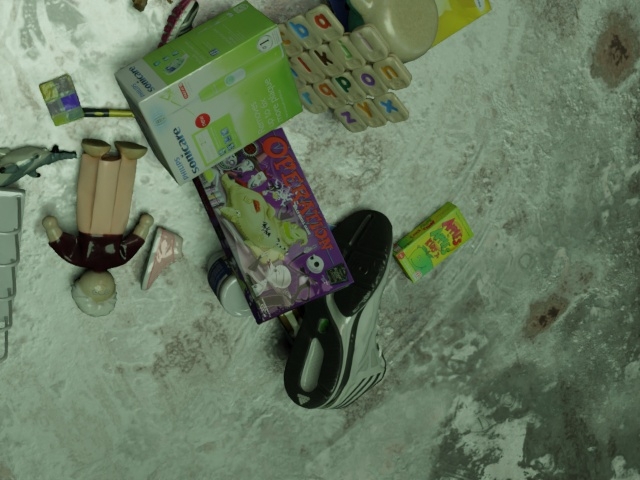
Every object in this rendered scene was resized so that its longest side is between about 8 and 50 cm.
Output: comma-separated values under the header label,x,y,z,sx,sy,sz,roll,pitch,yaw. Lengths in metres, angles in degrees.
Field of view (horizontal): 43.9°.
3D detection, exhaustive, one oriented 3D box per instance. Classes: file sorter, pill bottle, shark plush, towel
label,x,y,z,sx,sy,sz,roll,pitch,yaw
file sorter,-0.633,0.059,1.401,0.192,0.173,0.278,5,115,-24
pill bottle,-0.177,0.081,1.613,0.094,0.169,0.094,-8,113,-20
shark plush,-0.536,-0.143,1.468,0.161,0.073,0.067,-29,140,-32
towel,-0.470,-0.254,1.444,0.060,0.009,0.083,-20,99,-10

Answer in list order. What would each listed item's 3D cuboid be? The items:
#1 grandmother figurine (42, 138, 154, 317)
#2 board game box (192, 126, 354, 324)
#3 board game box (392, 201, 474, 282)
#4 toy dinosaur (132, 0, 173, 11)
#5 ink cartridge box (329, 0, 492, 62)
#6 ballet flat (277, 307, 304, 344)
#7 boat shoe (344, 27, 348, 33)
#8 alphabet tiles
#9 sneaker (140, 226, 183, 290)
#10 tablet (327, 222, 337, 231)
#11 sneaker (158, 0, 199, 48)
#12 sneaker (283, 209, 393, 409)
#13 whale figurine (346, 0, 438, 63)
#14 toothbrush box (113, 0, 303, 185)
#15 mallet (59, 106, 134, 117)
label,x,y,z,sx,sy,sz,roll,pitch,yaw
grandmother figurine,-0.423,-0.017,1.519,0.207,0.104,0.343,4,106,-17
board game box,-0.098,-0.034,1.549,0.208,0.056,0.347,-21,81,-28
board game box,0.255,0.004,1.829,0.181,0.043,0.092,-38,118,-4
toy dinosaur,-0.263,-0.494,1.411,0.112,0.064,0.212,20,105,-31
ink cartridge box,0.163,-0.520,1.563,0.307,0.072,0.304,-36,120,-15
ballet flat,-0.069,0.158,1.743,0.074,0.074,0.203,-29,117,-9
boat shoe,0.027,-0.402,1.587,0.100,0.035,0.035,-28,115,-13
alphabet tiles,0.036,-0.317,1.499,0.278,0.284,0.021,45,60,-28
sneaker,-0.317,0.045,1.610,0.070,0.051,0.134,17,99,-21
tablet,0.000,0.000,1.746,0.054,0.006,0.083,16,102,-26
sneaker,-0.254,-0.364,1.475,0.074,0.063,0.170,17,105,-29
sneaker,0.072,0.165,1.783,0.257,0.169,0.448,34,74,-62
whale figurine,0.109,-0.456,1.466,0.216,0.141,0.272,-28,104,-40
toothbrush box,-0.196,-0.269,1.453,0.283,0.122,0.206,-32,140,-12
mallet,-0.386,-0.246,1.483,0.189,0.039,0.062,6,109,-20
